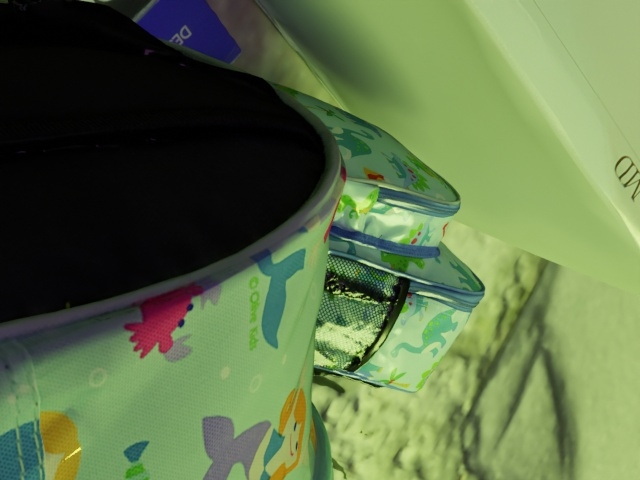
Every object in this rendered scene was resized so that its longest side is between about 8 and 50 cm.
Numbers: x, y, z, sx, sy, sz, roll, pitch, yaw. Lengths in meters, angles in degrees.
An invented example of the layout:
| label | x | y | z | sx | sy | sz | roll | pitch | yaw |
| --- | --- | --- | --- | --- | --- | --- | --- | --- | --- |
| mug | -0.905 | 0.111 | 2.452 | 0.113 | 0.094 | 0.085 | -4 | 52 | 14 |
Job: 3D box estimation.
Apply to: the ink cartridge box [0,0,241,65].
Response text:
| label | x | y | z | sx | sy | sz | roll | pitch | yaw |
| --- | --- | --- | --- | --- | --- | --- | --- | --- | --- |
| ink cartridge box | -0.135 | -0.056 | 0.532 | 0.206 | 0.045 | 0.208 | -47 | 128 | -12 |

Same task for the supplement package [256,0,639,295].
| label | x | y | z | sx | sy | sz | roll | pitch | yaw |
| --- | --- | --- | --- | --- | --- | --- | --- | --- | --- |
| supplement package | 0.092 | -0.127 | 0.598 | 0.203 | 0.149 | 0.194 | -50 | 127 | -11 |

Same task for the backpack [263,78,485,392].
| label | x | y | z | sx | sy | sz | roll | pitch | yaw |
| --- | --- | --- | --- | --- | --- | --- | --- | --- | --- |
| backpack | 0.000 | 0.000 | 0.603 | 0.114 | 0.105 | 0.084 | 22 | 105 | -42 |

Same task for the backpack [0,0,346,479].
| label | x | y | z | sx | sy | sz | roll | pitch | yaw |
| --- | --- | --- | --- | --- | --- | --- | --- | --- | --- |
| backpack | -0.121 | 0.035 | 0.408 | 0.253 | 0.225 | 0.191 | -24 | 123 | -33 |
